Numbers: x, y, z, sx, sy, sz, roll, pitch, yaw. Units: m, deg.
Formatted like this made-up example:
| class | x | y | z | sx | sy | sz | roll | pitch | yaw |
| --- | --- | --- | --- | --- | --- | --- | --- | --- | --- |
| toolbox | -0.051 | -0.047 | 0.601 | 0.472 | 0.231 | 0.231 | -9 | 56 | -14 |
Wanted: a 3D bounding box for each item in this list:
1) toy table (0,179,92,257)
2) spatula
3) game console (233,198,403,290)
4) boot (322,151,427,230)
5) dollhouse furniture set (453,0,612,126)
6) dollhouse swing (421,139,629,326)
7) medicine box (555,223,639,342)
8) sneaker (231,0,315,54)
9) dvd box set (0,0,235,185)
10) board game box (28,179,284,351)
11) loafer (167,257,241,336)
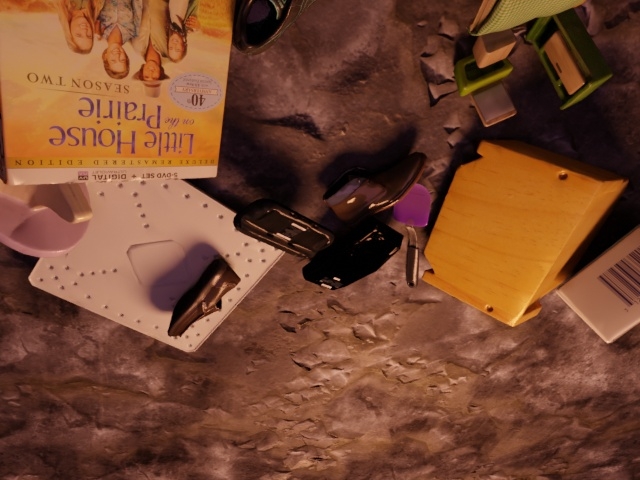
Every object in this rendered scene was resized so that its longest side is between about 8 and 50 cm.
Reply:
| class | x | y | z | sx | sy | sz | roll | pitch | yaw |
| --- | --- | --- | --- | --- | --- | --- | --- | --- | --- |
| toy table | -0.449 | -0.122 | 0.630 | 0.160 | 0.252 | 0.274 | -28 | 102 | 40 |
| spatula | 0.211 | 0.001 | 0.935 | 0.084 | 0.030 | 0.297 | 15 | 136 | 30 |
| game console | 0.000 | 0.000 | 0.834 | 0.213 | 0.044 | 0.361 | -37 | 137 | 29 |
| boot | 0.107 | -0.117 | 0.824 | 0.106 | 0.082 | 0.219 | 34 | 113 | -28 |
| dollhouse furniture set | 0.339 | -0.295 | 0.601 | 0.197 | 0.301 | 0.152 | -23 | 83 | 3 |
| dollhouse swing | 0.467 | -0.042 | 0.937 | 0.315 | 0.305 | 0.347 | 28 | 124 | 23 |
| medicine box | 0.724 | 0.096 | 0.941 | 0.263 | 0.149 | 0.289 | -47 | 147 | 20 |
| sneaker | -0.038 | -0.389 | 0.619 | 0.101 | 0.106 | 0.267 | 36 | 110 | -25 |
| dvd box set | -0.258 | -0.287 | 0.540 | 0.307 | 0.062 | 0.421 | -11 | 121 | -48 |
| board game box | -0.341 | 0.038 | 0.875 | 0.389 | 0.050 | 0.390 | 33 | 112 | -25 |
| loafer | -0.250 | 0.138 | 0.873 | 0.078 | 0.080 | 0.220 | 34 | 112 | -25 |
